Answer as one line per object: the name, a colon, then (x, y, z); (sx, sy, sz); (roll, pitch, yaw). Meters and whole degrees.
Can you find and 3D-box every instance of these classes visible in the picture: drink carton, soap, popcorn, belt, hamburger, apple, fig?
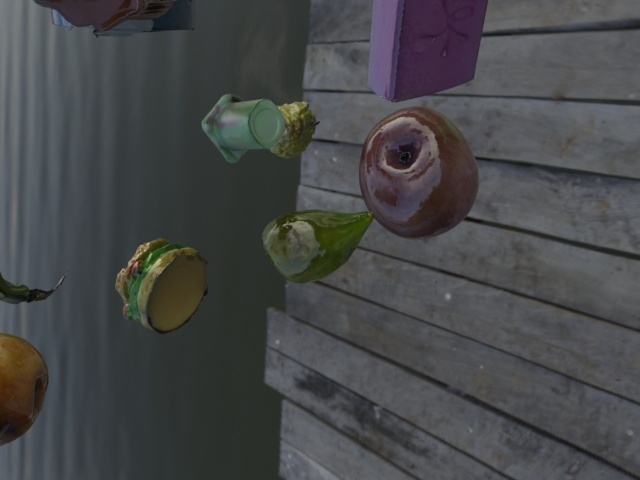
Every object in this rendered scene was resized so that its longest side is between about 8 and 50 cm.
drink carton: (-0.172, -0.280, 1.534); (0.142, 0.146, 0.144); (3, 52, 43)
soap: (0.168, -0.355, 0.958); (0.081, 0.181, 0.259); (47, 146, 40)
popcorn: (-0.082, -0.317, 1.792); (0.142, 0.174, 0.173); (40, 121, 41)
belt: (-0.447, -0.570, 1.464); (0.436, 0.300, 0.173); (-80, -8, -66)
hamburger: (-0.400, 0.103, 1.551); (0.149, 0.237, 0.237); (23, 110, 25)
apple: (-0.413, 0.191, 0.796); (0.146, 0.147, 0.146); (4, 95, 49)
apple: (0.226, -0.157, 1.479); (0.306, 0.235, 0.305); (-6, 72, 18)
fig: (-0.009, 0.012, 1.347); (0.167, 0.234, 0.167); (-177, 90, -86)

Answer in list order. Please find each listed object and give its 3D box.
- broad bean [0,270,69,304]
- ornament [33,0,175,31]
broad bean: (-0.480, -0.014, 0.852); (0.056, 0.318, 0.098); (-6, 48, 27)
ornament: (-0.366, -0.487, 1.117); (0.235, 0.217, 0.221); (-12, 107, 17)
